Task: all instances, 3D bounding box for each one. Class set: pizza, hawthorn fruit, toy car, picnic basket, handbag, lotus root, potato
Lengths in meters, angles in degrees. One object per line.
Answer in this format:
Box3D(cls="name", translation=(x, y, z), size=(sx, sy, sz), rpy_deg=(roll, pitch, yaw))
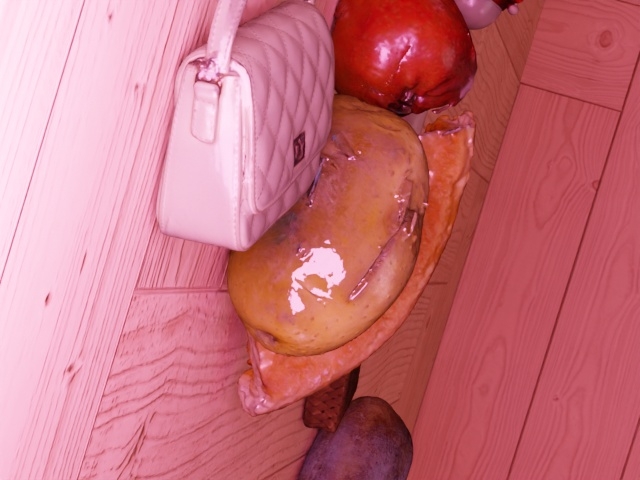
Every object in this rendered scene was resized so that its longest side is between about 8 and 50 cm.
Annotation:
Box3D(cls="pizza", translation=(0.024, 0.011, 1.427), size=(0.365, 0.182, 0.074), rpy_deg=(-59, -160, -2))
Box3D(cls="hawthorn fruit", translation=(0.074, -0.203, 1.446), size=(0.148, 0.148, 0.172), rpy_deg=(78, 4, -69))
Box3D(cls="toy car", translation=(0.213, -0.343, 2.007), size=(0.112, 0.112, 0.139), rpy_deg=(-57, 160, 4))
Box3D(cls="picnic basket", translation=(0.024, 0.158, 1.930), size=(0.110, 0.054, 0.193), rpy_deg=(-60, 161, -50))
Box3D(cls="handbag", translation=(-0.042, -0.122, 1.107), size=(0.256, 0.079, 0.219), rpy_deg=(-51, 152, -67))
Box3D(cls="lotus root", translation=(0.037, 0.354, 2.081), size=(0.322, 0.140, 0.158), rpy_deg=(-56, 161, -49))
Box3D(cls="potato", translation=(0.008, -0.015, 1.291), size=(0.143, 0.169, 0.248), rpy_deg=(51, 55, -46))

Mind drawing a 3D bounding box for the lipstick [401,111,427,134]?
Box3D(cls="lipstick", translation=(0.093, -0.128, 1.813), size=(0.059, 0.059, 0.264), rpy_deg=(51, 57, -77))
